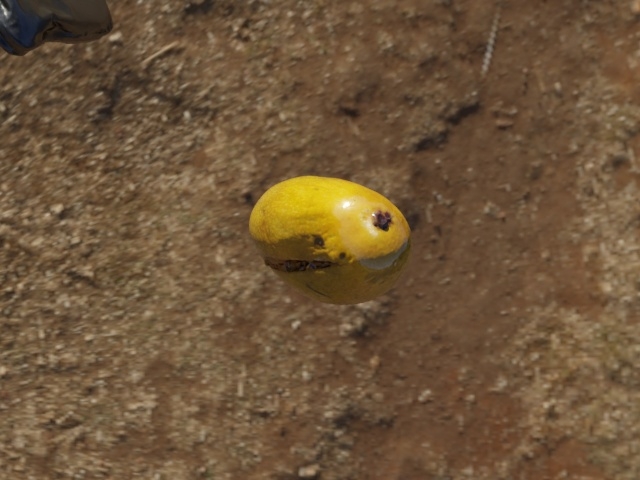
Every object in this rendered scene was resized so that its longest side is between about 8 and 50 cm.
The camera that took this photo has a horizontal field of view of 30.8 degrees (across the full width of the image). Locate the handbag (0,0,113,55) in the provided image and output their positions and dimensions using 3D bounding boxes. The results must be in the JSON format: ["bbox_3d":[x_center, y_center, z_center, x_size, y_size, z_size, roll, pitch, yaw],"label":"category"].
[{"bbox_3d":[-0.395,-0.351,1.588,0.192,0.075,0.332,64,19,-7],"label":"handbag"}]

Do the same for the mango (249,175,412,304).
[{"bbox_3d":[-0.003,0.004,1.469,0.120,0.295,0.177,-48,112,-29],"label":"mango"}]
